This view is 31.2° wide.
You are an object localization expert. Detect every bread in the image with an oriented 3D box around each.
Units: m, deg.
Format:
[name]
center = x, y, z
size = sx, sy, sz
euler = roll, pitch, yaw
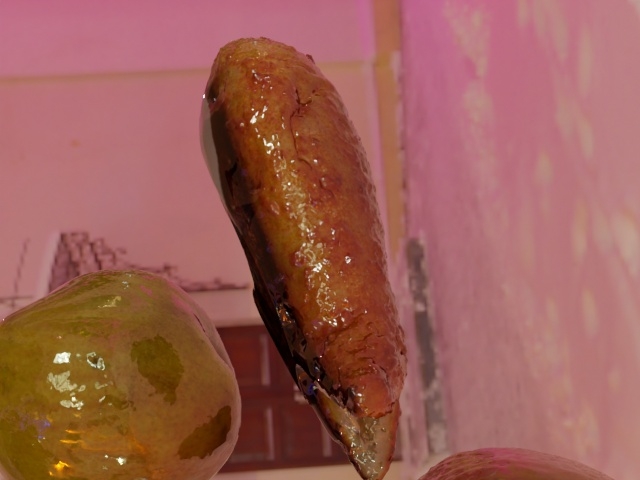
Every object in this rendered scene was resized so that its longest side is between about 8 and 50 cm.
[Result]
[bread]
center = -0.001, 0.001, 0.661
size = 0.139, 0.095, 0.269
euler = 79, 167, -64

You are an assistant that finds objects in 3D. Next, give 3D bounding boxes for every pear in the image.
[pear]
center = -0.154, 0.116, 0.862
size = 0.200, 0.200, 0.200
euler = 177, 90, -87

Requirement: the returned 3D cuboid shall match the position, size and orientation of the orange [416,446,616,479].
[orange]
center = 0.163, 0.284, 0.803
size = 0.335, 0.262, 0.196
euler = -71, 4, -52
